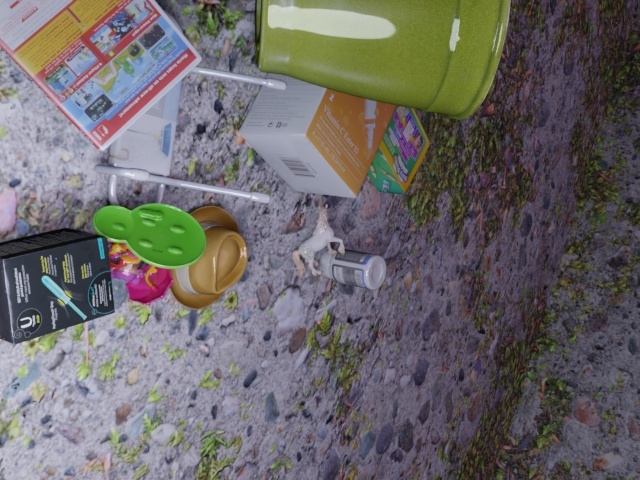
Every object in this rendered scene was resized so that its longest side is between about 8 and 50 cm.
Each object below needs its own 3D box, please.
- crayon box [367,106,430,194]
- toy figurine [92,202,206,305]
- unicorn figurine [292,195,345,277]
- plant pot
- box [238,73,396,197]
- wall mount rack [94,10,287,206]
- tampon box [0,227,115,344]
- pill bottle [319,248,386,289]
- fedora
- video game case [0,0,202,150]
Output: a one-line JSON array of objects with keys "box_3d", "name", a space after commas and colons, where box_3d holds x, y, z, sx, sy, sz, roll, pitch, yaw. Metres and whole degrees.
[{"box_3d": [0.149, -0.257, 1.689, 0.165, 0.081, 0.278, -61, 139, -24], "name": "crayon box"}, {"box_3d": [-0.287, 0.035, 1.152, 0.173, 0.159, 0.130, 13, 44, -20], "name": "toy figurine"}, {"box_3d": [0.000, 0.000, 1.565, 0.162, 0.060, 0.111, -50, 125, -27], "name": "unicorn figurine"}, {"box_3d": [0.072, -0.388, 1.180, 0.353, 0.366, 0.366, 1, 99, -9], "name": "plant pot"}, {"box_3d": [0.023, -0.290, 1.445, 0.215, 0.168, 0.345, 44, 62, -47], "name": "box"}, {"box_3d": [-0.210, -0.189, 1.192, 0.304, 0.131, 0.349, 6, 93, -53], "name": "wall mount rack"}, {"box_3d": [-0.393, 0.059, 1.029, 0.161, 0.102, 0.120, -17, 110, -49], "name": "tampon box"}, {"box_3d": [0.070, 0.061, 1.609, 0.078, 0.137, 0.078, -16, 110, -49], "name": "pill bottle"}, {"box_3d": [-0.190, 0.036, 1.311, 0.194, 0.079, 0.194, -16, 111, -50], "name": "fedora"}, {"box_3d": [-0.326, -0.294, 0.990, 0.204, 0.025, 0.285, -47, 114, -16], "name": "video game case"}]
